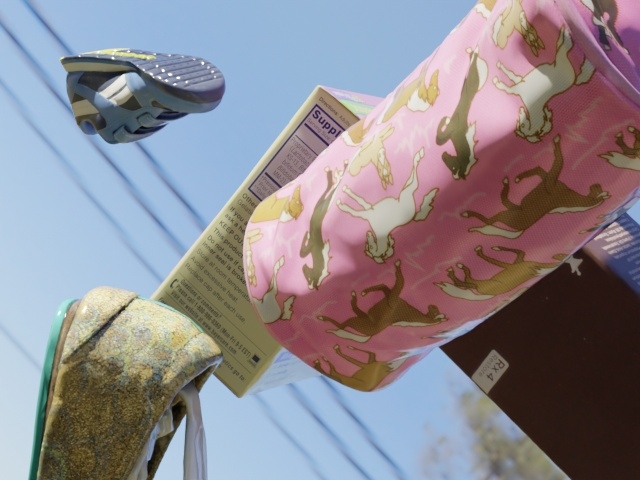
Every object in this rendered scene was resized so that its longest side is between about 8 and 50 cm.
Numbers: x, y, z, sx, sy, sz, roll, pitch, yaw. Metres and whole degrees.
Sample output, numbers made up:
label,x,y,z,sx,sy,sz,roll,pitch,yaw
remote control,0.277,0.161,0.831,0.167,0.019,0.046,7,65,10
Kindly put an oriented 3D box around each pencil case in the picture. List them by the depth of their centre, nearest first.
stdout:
label,x,y,z,sx,sy,sz,roll,pitch,yaw
pencil case,0.095,-0.048,1.137,0.160,0.167,0.386,36,-44,-10

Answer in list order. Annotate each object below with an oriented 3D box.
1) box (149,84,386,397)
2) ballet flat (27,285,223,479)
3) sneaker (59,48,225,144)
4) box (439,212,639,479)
label,x,y,z,sx,sy,sz,roll,pitch,yaw
box,0.000,0.000,1.515,0.117,0.243,0.213,43,14,13
ballet flat,-0.132,0.203,1.034,0.123,0.349,0.123,14,6,-1
sneaker,-0.112,-0.090,1.133,0.144,0.053,0.059,13,-72,47
box,0.246,0.083,1.664,0.381,0.191,0.143,44,29,18
